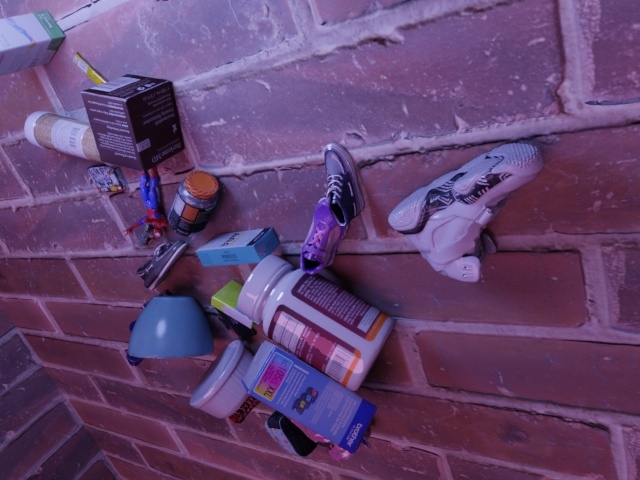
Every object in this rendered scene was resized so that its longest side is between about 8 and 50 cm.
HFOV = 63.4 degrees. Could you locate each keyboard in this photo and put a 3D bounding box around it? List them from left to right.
[{"bbox_3d":[-0.307,0.272,1.799,0.108,0.023,0.180,-31,100,37],"label":"keyboard"}]

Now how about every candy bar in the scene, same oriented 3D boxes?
[{"bbox_3d":[-0.657,-0.481,1.500,0.161,0.018,0.040,43,131,2],"label":"candy bar"}]

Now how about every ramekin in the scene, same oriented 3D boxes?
[{"bbox_3d":[-0.321,0.491,1.806,0.127,0.273,0.273,39,136,-11],"label":"ramekin"}]

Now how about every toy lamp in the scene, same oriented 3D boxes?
[{"bbox_3d":[-0.790,0.448,2.219,0.080,0.080,0.275,31,133,12],"label":"toy lamp"}]

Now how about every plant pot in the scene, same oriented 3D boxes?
[{"bbox_3d":[-0.518,0.294,1.815,0.290,0.290,0.195,-2,85,35],"label":"plant pot"}]

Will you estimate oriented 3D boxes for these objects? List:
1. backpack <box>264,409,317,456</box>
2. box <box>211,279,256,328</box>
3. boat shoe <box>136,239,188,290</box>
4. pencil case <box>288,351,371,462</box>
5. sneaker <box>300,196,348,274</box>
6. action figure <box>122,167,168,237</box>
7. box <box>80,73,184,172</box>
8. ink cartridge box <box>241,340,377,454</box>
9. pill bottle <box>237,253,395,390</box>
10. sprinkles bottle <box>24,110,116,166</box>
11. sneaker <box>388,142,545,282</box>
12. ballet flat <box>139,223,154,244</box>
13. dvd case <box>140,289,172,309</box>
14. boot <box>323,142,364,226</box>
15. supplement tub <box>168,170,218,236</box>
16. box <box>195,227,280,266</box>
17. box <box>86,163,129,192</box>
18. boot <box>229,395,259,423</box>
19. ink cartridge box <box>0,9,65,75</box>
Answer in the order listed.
[{"bbox_3d":[-0.090,0.660,1.827,0.144,0.166,0.188,-26,101,44],"label":"backpack"},{"bbox_3d":[-0.243,0.205,1.644,0.178,0.109,0.042,28,129,15],"label":"box"},{"bbox_3d":[-0.552,0.073,1.762,0.095,0.112,0.335,43,139,-6],"label":"boat shoe"},{"bbox_3d":[-0.013,0.539,1.689,0.386,0.160,0.167,46,114,-2],"label":"pencil case"},{"bbox_3d":[0.000,0.000,1.335,0.095,0.104,0.236,29,132,16],"label":"sneaker"},{"bbox_3d":[-0.558,-0.108,1.623,0.091,0.139,0.280,17,131,26],"label":"action figure"},{"bbox_3d":[-0.501,-0.321,1.402,0.167,0.168,0.203,15,129,25],"label":"box"},{"bbox_3d":[-0.016,0.451,1.481,0.395,0.151,0.270,31,167,-7],"label":"ink cartridge box"},{"bbox_3d":[-0.015,0.213,1.413,0.392,0.224,0.224,30,133,13],"label":"pill bottle"},{"bbox_3d":[-0.758,-0.319,1.613,0.355,0.121,0.121,16,129,25],"label":"sprinkles bottle"},{"bbox_3d":[0.324,-0.045,1.062,0.210,0.137,0.366,52,139,-9],"label":"sneaker"},{"bbox_3d":[-0.591,-0.019,1.779,0.041,0.041,0.114,43,135,1],"label":"ballet flat"},{"bbox_3d":[-0.596,0.286,2.010,0.221,0.018,0.164,-28,104,43],"label":"dvd case"},{"bbox_3d":[0.044,-0.130,1.222,0.069,0.086,0.190,-8,116,38],"label":"boot"},{"bbox_3d":[-0.365,-0.107,1.499,0.117,0.117,0.190,40,134,3],"label":"supplement tub"},{"bbox_3d":[-0.245,0.022,1.521,0.244,0.100,0.060,-5,119,37],"label":"box"},{"bbox_3d":[-0.709,-0.208,1.725,0.137,0.027,0.094,0,122,34],"label":"box"},{"bbox_3d":[-0.245,0.571,1.863,0.088,0.176,0.244,42,134,4],"label":"boot"},{"bbox_3d":[-0.857,-0.548,1.452,0.154,0.212,0.093,-22,107,43],"label":"ink cartridge box"}]
